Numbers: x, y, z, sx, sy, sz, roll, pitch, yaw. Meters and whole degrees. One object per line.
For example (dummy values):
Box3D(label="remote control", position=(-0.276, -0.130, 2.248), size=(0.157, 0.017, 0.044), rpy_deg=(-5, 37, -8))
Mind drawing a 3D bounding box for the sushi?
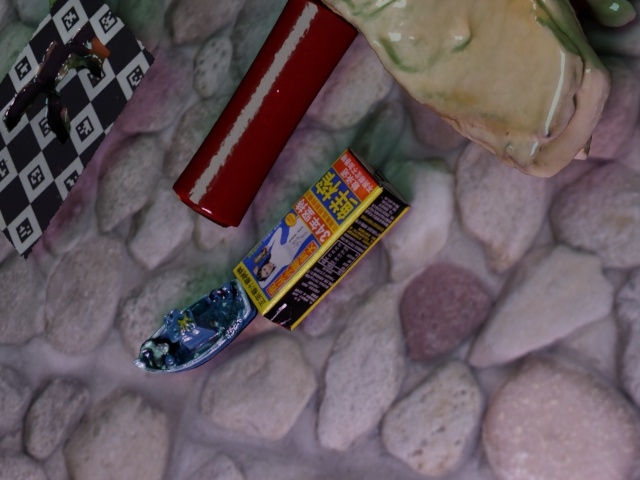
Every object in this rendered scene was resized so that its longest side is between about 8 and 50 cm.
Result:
Box3D(label="sushi", position=(-0.292, -0.139, 1.528), size=(0.192, 0.043, 0.279), rpy_deg=(46, 108, 32))

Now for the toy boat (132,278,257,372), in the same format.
Box3D(label="toy boat", position=(-0.123, 0.087, 1.321), size=(0.137, 0.061, 0.060), rpy_deg=(-34, 57, 21))

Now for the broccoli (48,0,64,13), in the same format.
Box3D(label="broccoli", position=(-0.298, -0.395, 1.585), size=(0.145, 0.165, 0.304), rpy_deg=(-5, 82, 0))

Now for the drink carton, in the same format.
Box3D(label="drink carton", position=(0.000, 0.000, 1.273), size=(0.165, 0.056, 0.071), rpy_deg=(-47, 46, 12))

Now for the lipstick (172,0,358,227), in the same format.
Box3D(label="lipstick", position=(-0.055, -0.128, 1.342), size=(0.080, 0.080, 0.241), rpy_deg=(34, 93, 38))

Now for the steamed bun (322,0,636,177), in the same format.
Box3D(label="steamed bun", position=(0.150, -0.255, 1.210), size=(0.428, 0.189, 0.247), rpy_deg=(46, 123, 37))
